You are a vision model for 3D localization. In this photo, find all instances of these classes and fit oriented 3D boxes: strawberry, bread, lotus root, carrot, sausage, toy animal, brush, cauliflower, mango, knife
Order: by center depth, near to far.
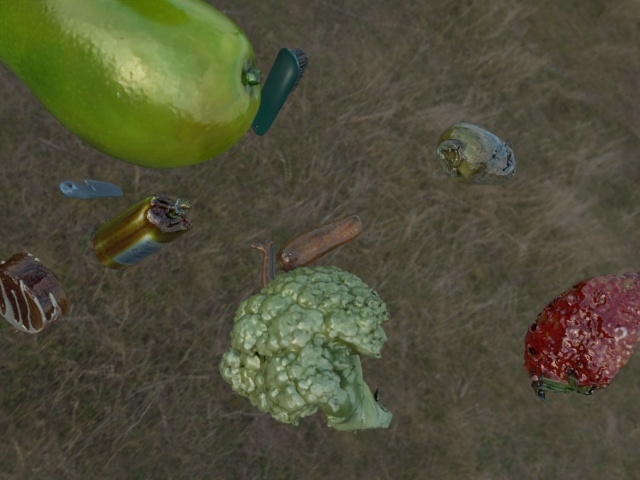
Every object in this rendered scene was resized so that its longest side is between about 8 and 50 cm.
[{"bbox_3d":[-0.226,-0.193,0.832,0.343,0.192,0.156,25,17,15],"label":"mango"},{"bbox_3d":[0.315,0.112,0.946,0.085,0.192,0.140,34,42,-14],"label":"strawberry"},{"bbox_3d":[0.215,-0.111,1.042,0.165,0.088,0.088,14,51,-48],"label":"lotus root"},{"bbox_3d":[-0.058,-0.204,1.075,0.032,0.193,0.043,-29,80,-28],"label":"brush"},{"bbox_3d":[-0.025,0.180,1.168,0.261,0.280,0.327,-5,17,1],"label":"cauliflower"},{"bbox_3d":[-0.394,-0.089,1.347,0.044,0.019,0.313,48,4,0],"label":"knife"},{"bbox_3d":[0.000,0.000,1.444,0.186,0.060,0.060,-29,79,-20],"label":"carrot"},{"bbox_3d":[-0.568,0.106,1.504,0.160,0.160,0.073,45,43,-3],"label":"bread"},{"bbox_3d":[-0.113,0.129,1.673,0.224,0.066,0.229,36,67,11],"label":"toy animal"},{"bbox_3d":[-0.384,-0.035,1.717,0.125,0.317,0.117,57,43,-8],"label":"sausage"}]
